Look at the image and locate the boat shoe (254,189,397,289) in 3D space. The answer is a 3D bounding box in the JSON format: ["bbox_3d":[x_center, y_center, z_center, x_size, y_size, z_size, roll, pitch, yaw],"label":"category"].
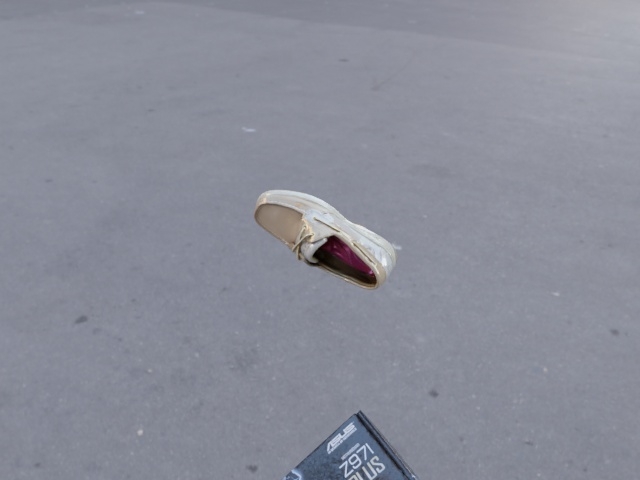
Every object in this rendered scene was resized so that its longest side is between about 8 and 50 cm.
[{"bbox_3d":[0.000,0.000,0.665,0.170,0.063,0.059,24,36,6],"label":"boat shoe"}]

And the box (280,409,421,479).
[{"bbox_3d":[0.018,0.268,0.543,0.180,0.077,0.147,-41,28,-5],"label":"box"}]
